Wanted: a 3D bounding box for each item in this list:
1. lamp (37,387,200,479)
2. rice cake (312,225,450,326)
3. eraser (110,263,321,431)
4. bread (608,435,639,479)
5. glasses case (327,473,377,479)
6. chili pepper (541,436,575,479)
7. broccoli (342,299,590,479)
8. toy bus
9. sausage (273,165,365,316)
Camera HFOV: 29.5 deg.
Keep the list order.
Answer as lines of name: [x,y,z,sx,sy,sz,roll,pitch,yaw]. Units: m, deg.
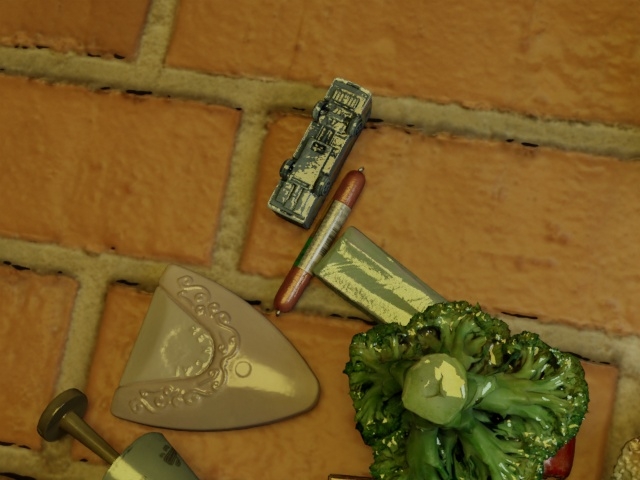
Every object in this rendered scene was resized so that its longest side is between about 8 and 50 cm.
lamp: [-0.238,0.265,1.438,0.215,0.121,0.121,35,80,19]
rice cake: [0.099,0.075,1.495,0.222,0.042,0.080,37,77,14]
eraser: [-0.117,0.150,1.487,0.243,0.059,0.204,16,76,15]
bread: [0.364,0.322,1.330,0.314,0.171,0.192,-39,70,-5]
glasses case: [0.116,0.318,1.419,0.218,0.049,0.075,3,80,7]
chili pepper: [0.262,0.217,1.425,0.073,0.070,0.123,-2,75,23]
broccoli: [0.153,0.176,1.317,0.269,0.269,0.254,-23,72,-1]
toy bus: [0.003,-0.108,1.541,0.064,0.075,0.190,26,79,14]
sausage: [0.000,0.000,1.534,0.029,0.029,0.223,28,79,13]
